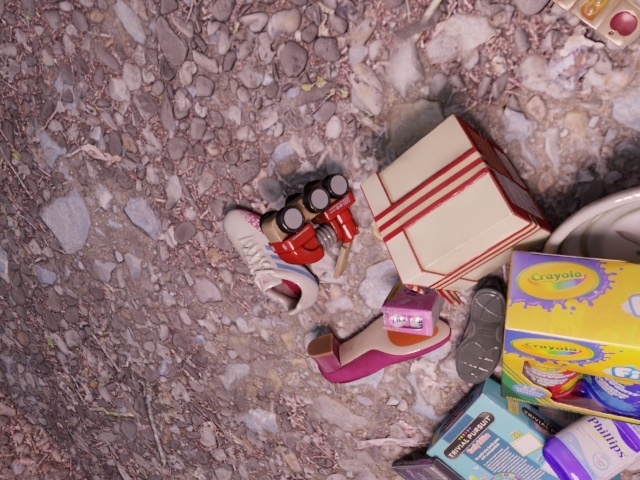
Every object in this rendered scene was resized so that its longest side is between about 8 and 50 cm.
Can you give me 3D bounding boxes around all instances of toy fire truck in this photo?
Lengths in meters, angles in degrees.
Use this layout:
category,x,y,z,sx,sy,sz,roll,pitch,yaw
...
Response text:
category,x,y,z,sx,sy,sz,roll,pitch,yaw
toy fire truck,0.000,0.000,1.118,0.158,0.217,0.246,-8,117,58

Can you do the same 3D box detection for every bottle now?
category,x,y,z,sx,sy,sz,roll,pitch,yaw
bottle,0.604,0.400,0.989,0.118,0.283,0.092,57,173,37

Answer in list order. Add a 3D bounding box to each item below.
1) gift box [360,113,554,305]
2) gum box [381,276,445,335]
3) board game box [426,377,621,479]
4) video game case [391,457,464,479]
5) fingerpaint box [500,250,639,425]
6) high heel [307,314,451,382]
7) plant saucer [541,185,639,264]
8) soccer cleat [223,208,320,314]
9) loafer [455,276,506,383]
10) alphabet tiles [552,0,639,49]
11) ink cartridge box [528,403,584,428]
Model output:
category,x,y,z,sx,sy,sz,roll,pitch,yaw
gift box,0.259,-0.036,0.923,0.258,0.276,0.255,-37,54,30
gum box,0.213,0.139,1.079,0.107,0.188,0.062,2,112,24
board game box,0.465,0.516,1.136,0.336,0.079,0.254,35,122,12
video game case,0.320,0.656,1.280,0.196,0.026,0.274,38,151,5
fingerpaint box,0.561,0.200,0.854,0.445,0.163,0.371,6,148,22
high heel,0.164,0.289,1.245,0.377,0.127,0.181,-12,135,25
plant saucer,0.607,0.021,0.846,0.400,0.100,0.400,13,143,11
soccer cleat,-0.139,0.051,1.234,0.331,0.143,0.116,43,123,3
loafer,0.376,0.208,1.102,0.096,0.084,0.267,15,121,20
alphabet tiles,0.540,-0.499,0.748,0.285,0.011,0.342,39,123,5
ink cartridge box,0.545,0.505,1.168,0.223,0.045,0.224,3,113,24
